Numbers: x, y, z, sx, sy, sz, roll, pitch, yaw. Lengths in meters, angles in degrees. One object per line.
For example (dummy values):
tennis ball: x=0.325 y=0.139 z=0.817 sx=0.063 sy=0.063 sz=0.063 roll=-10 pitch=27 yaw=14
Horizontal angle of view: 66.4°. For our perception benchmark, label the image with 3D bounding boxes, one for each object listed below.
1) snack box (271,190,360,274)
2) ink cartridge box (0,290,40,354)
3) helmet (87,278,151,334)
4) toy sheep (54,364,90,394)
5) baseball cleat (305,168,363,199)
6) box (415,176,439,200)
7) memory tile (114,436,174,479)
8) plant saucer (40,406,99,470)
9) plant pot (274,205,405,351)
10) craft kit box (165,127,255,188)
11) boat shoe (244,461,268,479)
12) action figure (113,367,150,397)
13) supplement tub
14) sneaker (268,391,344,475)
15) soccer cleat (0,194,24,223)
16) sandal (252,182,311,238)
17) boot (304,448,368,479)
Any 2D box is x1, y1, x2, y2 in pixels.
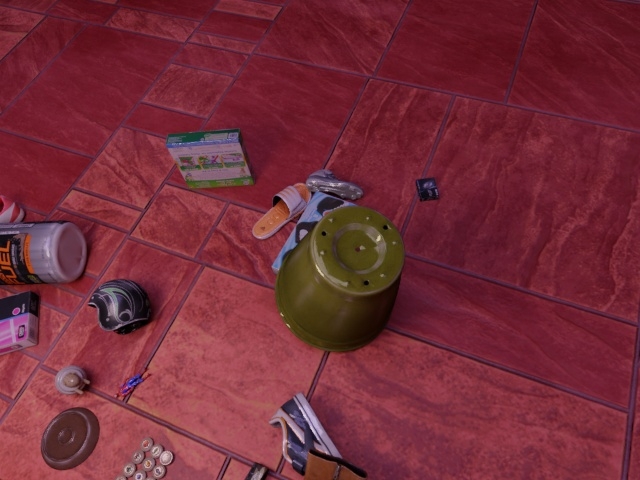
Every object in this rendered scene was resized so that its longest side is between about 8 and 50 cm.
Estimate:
snack box: x=0.000 y=0.000 z=1.605 sx=0.187 sy=0.060 sz=0.322 roll=21 pitch=64 yaw=16
ink cartridge box: x=-1.089 y=0.294 z=1.555 sx=0.370 sy=0.069 sz=0.176 roll=-17 pitch=59 yaw=-1
helmet: x=-0.614 y=0.197 z=1.500 sx=0.169 sy=0.169 sz=0.162 roll=-24 pitch=76 yaw=-8
toy sheep: x=-0.723 y=0.406 z=1.421 sx=0.091 sy=0.132 sz=0.091 roll=11 pitch=70 yaw=-33
baseball cleat: x=0.054 y=-0.205 z=1.716 sx=0.205 sy=0.072 sz=0.110 roll=12 pitch=47 yaw=3
box: x=0.369 y=-0.177 z=1.693 sx=0.067 sy=0.018 sz=0.083 roll=-7 pitch=59 yaw=3
memory tile: x=-0.476 y=0.619 z=1.318 sx=0.113 sy=0.012 sz=0.148 roll=25 pitch=65 yaw=19
plant saucer: x=-0.710 y=0.552 z=1.376 sx=0.168 sy=0.029 sz=0.169 roll=-2 pitch=60 yaw=4
plant pot: x=0.066 y=0.086 z=1.328 sx=0.366 sy=0.353 sz=0.367 roll=3 pitch=67 yaw=-7
craft kit box: x=-0.373 y=-0.278 z=1.705 sx=0.249 sy=0.247 sz=0.061 roll=-3 pitch=56 yaw=4
boat shoe: x=-0.194 y=0.643 z=1.253 sx=0.049 sy=0.056 sz=0.152 roll=25 pitch=56 yaw=25
action figure: x=-0.558 y=0.421 z=1.437 sx=0.115 sy=0.030 sz=0.038 roll=-39 pitch=68 yaw=-14
supplement tub: x=-0.973 y=0.042 z=1.604 sx=0.337 sy=0.207 sz=0.207 roll=-3 pitch=59 yaw=5
sneaker: x=-0.013 y=0.554 z=1.243 sx=0.127 sy=0.126 sz=0.321 roll=-32 pitch=56 yaw=-13
soccer cleat: x=-1.202 y=-0.025 z=1.721 sx=0.108 sy=0.116 sz=0.318 roll=28 pitch=66 yaw=21
sandal: x=-0.130 y=-0.111 z=1.676 sx=0.102 sy=0.076 sz=0.265 roll=34 pitch=68 yaw=23
boot: x=-0.048 y=0.619 z=1.132 sx=0.263 sy=0.096 sz=0.281 roll=15 pitch=102 yaw=14
